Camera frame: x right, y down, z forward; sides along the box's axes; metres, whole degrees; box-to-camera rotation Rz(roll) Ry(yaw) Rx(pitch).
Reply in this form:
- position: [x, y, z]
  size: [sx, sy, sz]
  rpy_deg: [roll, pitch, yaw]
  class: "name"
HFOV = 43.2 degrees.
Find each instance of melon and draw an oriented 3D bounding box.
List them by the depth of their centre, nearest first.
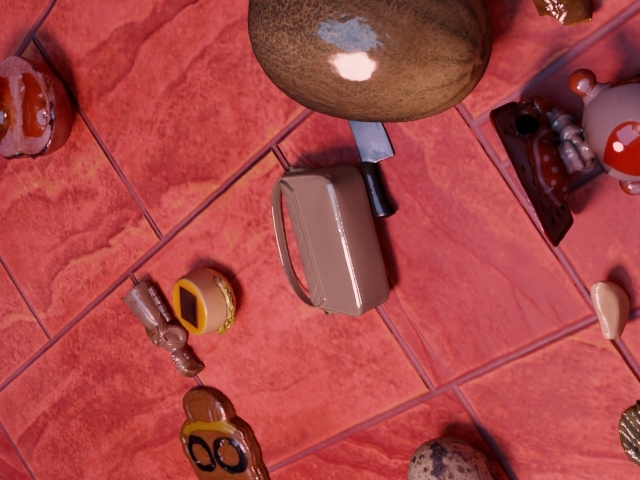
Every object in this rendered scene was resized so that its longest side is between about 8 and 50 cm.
- position: [0.059, -0.274, 1.042]
  size: [0.329, 0.248, 0.249]
  rpy_deg: [18, 118, 25]
  class: "melon"

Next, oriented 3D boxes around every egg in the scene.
- position: [0.214, 0.388, 1.268]
  size: [0.172, 0.132, 0.132]
  rpy_deg: [45, 129, -2]
  class: "egg"

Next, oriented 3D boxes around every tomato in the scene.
- position: [-0.555, -0.260, 1.579]
  size: [0.228, 0.112, 0.199]
  rpy_deg: [7, 104, 35]
  class: "tomato"

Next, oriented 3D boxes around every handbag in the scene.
- position: [0.000, 0.000, 1.311]
  size: [0.219, 0.079, 0.256]
  rpy_deg: [2, 109, 51]
  class: "handbag"

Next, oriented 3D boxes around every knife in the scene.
- position: [0.078, -0.147, 1.227]
  size: [0.060, 0.028, 0.230]
  rpy_deg: [-16, 96, 27]
  class: "knife"

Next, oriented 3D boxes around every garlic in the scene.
- position: [0.386, 0.090, 1.073]
  size: [0.041, 0.053, 0.083]
  rpy_deg: [-9, 94, 40]
  class: "garlic"

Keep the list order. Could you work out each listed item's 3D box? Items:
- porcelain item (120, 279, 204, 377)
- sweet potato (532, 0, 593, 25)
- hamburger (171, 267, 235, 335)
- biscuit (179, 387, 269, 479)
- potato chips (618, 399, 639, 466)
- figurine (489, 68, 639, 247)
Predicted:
- position: [-0.313, 0.185, 1.619]
  size: [0.084, 0.054, 0.213]
  rpy_deg: [-39, 85, 41]
  class: "porcelain item"
- position: [0.260, -0.368, 0.969]
  size: [0.077, 0.077, 0.244]
  rpy_deg: [-18, 98, 39]
  class: "sweet potato"
- position: [-0.210, 0.114, 1.499]
  size: [0.141, 0.081, 0.126]
  rpy_deg: [4, 108, 48]
  class: "hamburger"
- position: [-0.207, 0.438, 1.652]
  size: [0.208, 0.041, 0.290]
  rpy_deg: [-11, 101, 39]
  class: "biscuit"
- position: [0.496, 0.308, 1.100]
  size: [0.207, 0.028, 0.092]
  rpy_deg: [38, 127, 20]
  class: "potato chips"
- position: [0.353, -0.128, 0.964]
  size: [0.226, 0.160, 0.183]
  rpy_deg: [-26, 93, 30]
  class: "figurine"
